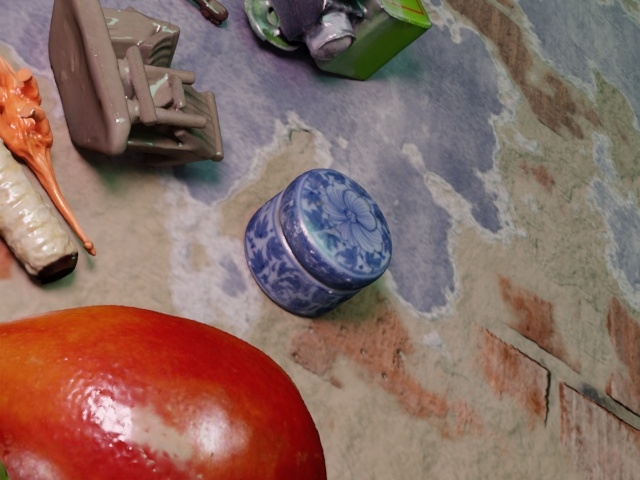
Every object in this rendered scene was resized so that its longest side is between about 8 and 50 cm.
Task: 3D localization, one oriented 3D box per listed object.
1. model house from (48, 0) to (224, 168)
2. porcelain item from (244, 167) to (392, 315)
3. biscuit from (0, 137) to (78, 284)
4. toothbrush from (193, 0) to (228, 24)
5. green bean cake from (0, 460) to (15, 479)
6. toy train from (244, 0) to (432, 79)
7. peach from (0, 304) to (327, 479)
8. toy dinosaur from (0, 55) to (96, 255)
[{"bbox_3d":[-0.192,-0.166,1.122,0.188,0.122,0.229,6,54,-44],"label":"model house"},{"bbox_3d":[0.000,0.000,1.184,0.147,0.114,0.147,24,47,-29],"label":"porcelain item"},{"bbox_3d":[-0.306,-0.055,0.979,0.061,0.055,0.219,-33,86,-40],"label":"biscuit"},{"bbox_3d":[-0.262,-0.381,1.286,0.364,0.041,0.041,33,43,-22],"label":"toothbrush"},{"bbox_3d":[-0.266,0.240,0.668,0.200,0.214,0.113,49,-2,-4],"label":"green bean cake"},{"bbox_3d":[0.001,-0.378,1.438,0.249,0.173,0.307,0,60,-51],"label":"toy train"},{"bbox_3d":[-0.133,0.158,0.834,0.362,0.201,0.257,39,41,-33],"label":"peach"},{"bbox_3d":[-0.288,-0.108,1.028,0.055,0.101,0.279,-24,67,-6],"label":"toy dinosaur"}]
